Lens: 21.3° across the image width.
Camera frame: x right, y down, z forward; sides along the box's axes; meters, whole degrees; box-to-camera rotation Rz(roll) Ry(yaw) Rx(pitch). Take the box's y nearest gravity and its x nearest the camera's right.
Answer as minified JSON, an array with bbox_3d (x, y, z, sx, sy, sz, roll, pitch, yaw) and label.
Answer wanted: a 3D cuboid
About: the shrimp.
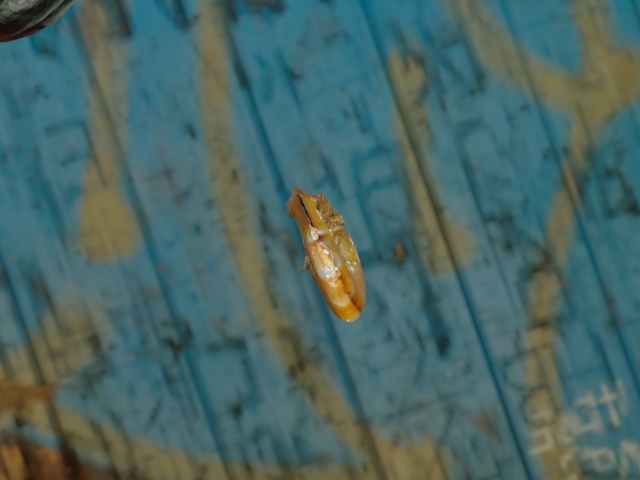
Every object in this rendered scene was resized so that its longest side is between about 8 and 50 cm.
[{"bbox_3d":[0.000,0.000,1.872,0.068,0.150,0.249,-22,-160,0],"label":"shrimp"}]

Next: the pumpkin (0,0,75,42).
[{"bbox_3d":[-0.319,-0.259,1.333,0.296,0.296,0.296,-19,179,0],"label":"pumpkin"}]
